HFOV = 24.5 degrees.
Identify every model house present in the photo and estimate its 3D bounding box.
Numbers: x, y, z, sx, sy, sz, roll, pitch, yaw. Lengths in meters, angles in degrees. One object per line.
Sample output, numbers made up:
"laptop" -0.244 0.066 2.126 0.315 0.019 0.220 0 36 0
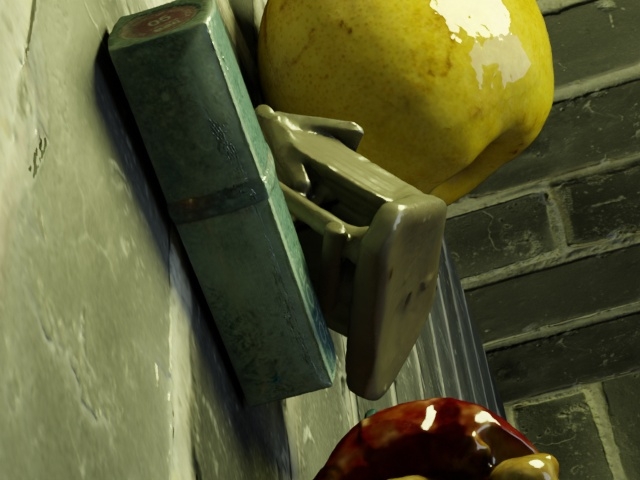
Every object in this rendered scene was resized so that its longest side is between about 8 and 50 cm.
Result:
"model house" 0.009 -0.001 1.146 0.188 0.122 0.229 38 -31 26

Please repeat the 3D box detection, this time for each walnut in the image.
"walnut" 0.110 0.253 1.038 0.221 0.244 0.269 -97 168 -52

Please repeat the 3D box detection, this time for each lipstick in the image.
"lipstick" -0.060 -0.020 1.009 0.077 0.076 0.289 -94 166 -63

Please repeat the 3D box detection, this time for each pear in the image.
"pear" 0.080 -0.186 1.506 0.314 0.314 0.314 -16 90 -82

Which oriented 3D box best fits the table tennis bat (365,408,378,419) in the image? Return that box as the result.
"table tennis bat" 0.077 0.257 1.592 0.100 0.019 0.155 -11 84 -82
